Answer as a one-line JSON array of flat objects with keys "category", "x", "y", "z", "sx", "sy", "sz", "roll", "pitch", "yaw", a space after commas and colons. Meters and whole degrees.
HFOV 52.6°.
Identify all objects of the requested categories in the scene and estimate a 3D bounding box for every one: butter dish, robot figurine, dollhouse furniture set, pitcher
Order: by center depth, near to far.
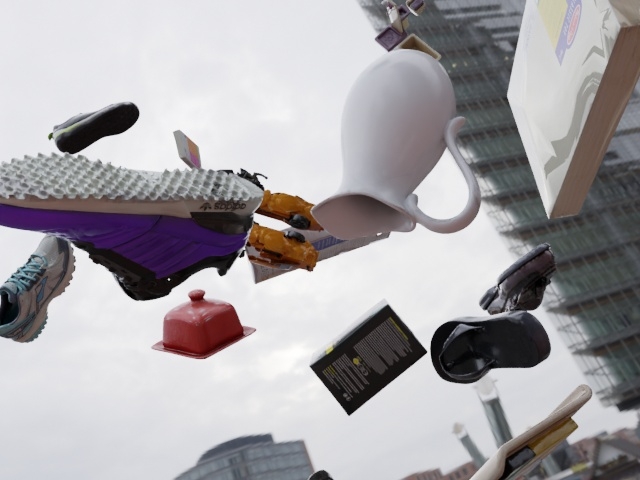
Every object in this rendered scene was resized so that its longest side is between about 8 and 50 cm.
[{"category": "pitcher", "x": 0.099, "y": -0.102, "z": 0.706, "sx": 0.178, "sy": 0.207, "sz": 0.125, "roll": 7, "pitch": -25, "yaw": 26}, {"category": "dollhouse furniture set", "x": 0.140, "y": -0.315, "z": 0.946, "sx": 0.091, "sy": 0.114, "sz": 0.081, "roll": -41, "pitch": -25, "yaw": -2}, {"category": "butter dish", "x": -0.234, "y": 0.152, "z": 1.264, "sx": 0.160, "sy": 0.118, "sz": 0.160, "roll": 4, "pitch": 18, "yaw": 38}, {"category": "robot figurine", "x": -0.136, "y": -0.038, "z": 1.398, "sx": 0.291, "sy": 0.211, "sz": 0.085, "roll": 18, "pitch": -25, "yaw": -5}]

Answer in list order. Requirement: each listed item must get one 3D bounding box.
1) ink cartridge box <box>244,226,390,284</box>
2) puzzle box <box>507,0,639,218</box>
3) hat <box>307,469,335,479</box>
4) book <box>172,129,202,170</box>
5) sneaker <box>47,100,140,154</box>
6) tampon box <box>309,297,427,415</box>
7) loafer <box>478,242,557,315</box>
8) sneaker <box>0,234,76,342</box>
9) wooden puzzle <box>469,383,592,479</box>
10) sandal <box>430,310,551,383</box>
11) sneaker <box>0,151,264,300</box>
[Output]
[{"category": "ink cartridge box", "x": 0.000, "y": 0.000, "z": 1.580, "sx": 0.371, "sy": 0.069, "sz": 0.175, "roll": -17, "pitch": -19, "yaw": -9}, {"category": "puzzle box", "x": 0.355, "y": -0.248, "z": 0.934, "sx": 0.052, "sy": 0.272, "sz": 0.409, "roll": -8, "pitch": -29, "yaw": 3}, {"category": "hat", "x": 0.029, "y": 0.443, "z": 0.740, "sx": 0.134, "sy": 0.331, "sz": 0.331, "roll": -32, "pitch": -30, "yaw": 2}, {"category": "book", "x": -0.411, "y": -0.274, "z": 2.023, "sx": 0.035, "sy": 0.096, "sz": 0.144, "roll": -18, "pitch": -17, "yaw": 6}, {"category": "sneaker", "x": -0.583, "y": -0.308, "z": 1.655, "sx": 0.235, "sy": 0.097, "sz": 0.084, "roll": -28, "pitch": -34, "yaw": -16}, {"category": "tampon box", "x": 0.076, "y": 0.184, "z": 1.059, "sx": 0.161, "sy": 0.101, "sz": 0.120, "roll": -39, "pitch": -1, "yaw": 1}, {"category": "loafer", "x": 0.378, "y": 0.094, "z": 1.196, "sx": 0.109, "sy": 0.095, "sz": 0.302, "roll": -30, "pitch": -17, "yaw": -12}, {"category": "sneaker", "x": -0.675, "y": 0.107, "z": 1.515, "sx": 0.122, "sy": 0.110, "sz": 0.283, "roll": 26, "pitch": -94, "yaw": -64}, {"category": "wooden puzzle", "x": 0.280, "y": 0.322, "z": 0.935, "sx": 0.239, "sy": 0.044, "sz": 0.221, "roll": -20, "pitch": -34, "yaw": -38}, {"category": "sandal", "x": 0.213, "y": 0.150, "z": 0.903, "sx": 0.054, "sy": 0.097, "sz": 0.254, "roll": -24, "pitch": -11, "yaw": -24}, {"category": "sneaker", "x": -0.202, "y": -0.001, "z": 0.677, "sx": 0.293, "sy": 0.102, "sz": 0.146, "roll": 2, "pitch": -63, "yaw": -35}]
